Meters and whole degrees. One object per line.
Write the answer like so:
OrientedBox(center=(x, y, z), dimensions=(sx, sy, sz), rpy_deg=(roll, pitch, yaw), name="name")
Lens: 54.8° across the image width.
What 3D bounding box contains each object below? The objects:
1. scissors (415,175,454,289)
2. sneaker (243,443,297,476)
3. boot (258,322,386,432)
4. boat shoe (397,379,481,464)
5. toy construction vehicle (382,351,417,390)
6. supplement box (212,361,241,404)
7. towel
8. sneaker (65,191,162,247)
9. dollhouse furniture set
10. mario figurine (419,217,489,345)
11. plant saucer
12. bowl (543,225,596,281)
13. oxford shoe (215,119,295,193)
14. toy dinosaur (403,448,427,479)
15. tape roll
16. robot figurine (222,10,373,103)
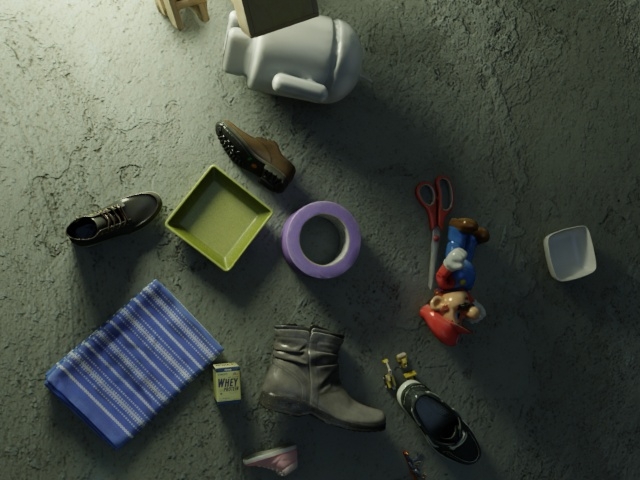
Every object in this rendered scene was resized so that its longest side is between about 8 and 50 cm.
OrientedBox(center=(0.317, -0.024, 1.639), dimensions=(0.109, 0.021, 0.297), rpy_deg=(-7, 88, -17), name="scissors")
OrientedBox(center=(-0.116, 0.540, 1.486), dimensions=(0.134, 0.051, 0.070), rpy_deg=(-8, 85, -19), name="sneaker")
OrientedBox(center=(0.030, 0.331, 1.506), dimensions=(0.338, 0.118, 0.223), rpy_deg=(19, 78, -18), name="boot")
OrientedBox(center=(0.313, 0.480, 1.570), dimensions=(0.302, 0.091, 0.114), rpy_deg=(42, 83, -16), name="boat shoe")
OrientedBox(center=(0.205, 0.343, 1.587), dimensions=(0.086, 0.035, 0.098), rpy_deg=(-14, 91, -15), name="toy construction vehicle")
OrientedBox(center=(-0.221, 0.334, 1.450), dimensions=(0.056, 0.083, 0.083), rpy_deg=(-2, 87, -16), name="supplement box")
OrientedBox(center=(-0.425, 0.284, 1.423), dimensions=(0.336, 0.040, 0.243), rpy_deg=(-43, 99, -13), name="towel")
OrientedBox(center=(-0.457, -0.047, 1.387), dimensions=(0.222, 0.118, 0.083), rpy_deg=(-29, 95, -14), name="sneaker")
OrientedBox(center=(-0.176, -0.627, 1.316), dimensions=(0.362, 0.394, 0.256), rpy_deg=(-23, 130, -14), name="dollhouse furniture set")
OrientedBox(center=(0.374, 0.114, 1.575), dimensions=(0.198, 0.170, 0.321), rpy_deg=(17, 82, -15), name="mario figurine")
OrientedBox(center=(-0.243, -0.052, 1.481), dimensions=(0.188, 0.045, 0.188), rpy_deg=(39, 78, -10), name="plant saucer")
OrientedBox(center=(0.684, 0.037, 1.718), dimensions=(0.142, 0.053, 0.142), rpy_deg=(-14, 91, -16), name="bowl")
OrientedBox(center=(-0.157, -0.218, 1.505), dimensions=(0.227, 0.083, 0.096), rpy_deg=(41, 56, -8), name="oxford shoe")
OrientedBox(center=(0.236, 0.580, 1.585), dimensions=(0.082, 0.047, 0.090), rpy_deg=(36, 90, 8), name="toy dinosaur")
OrientedBox(center=(0.000, 0.000, 1.526), dimensions=(0.189, 0.080, 0.189), rpy_deg=(0, 88, -15), name="tape roll")
OrientedBox(center=(-0.051, -0.440, 1.469), dimensions=(0.353, 0.200, 0.300), rpy_deg=(8, 53, -13), name="robot figurine")
